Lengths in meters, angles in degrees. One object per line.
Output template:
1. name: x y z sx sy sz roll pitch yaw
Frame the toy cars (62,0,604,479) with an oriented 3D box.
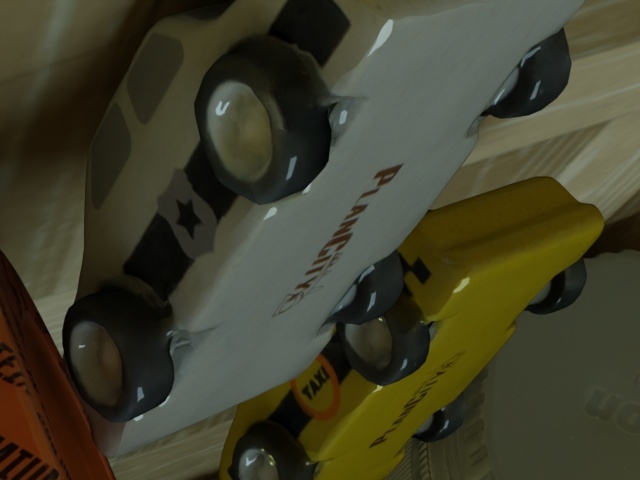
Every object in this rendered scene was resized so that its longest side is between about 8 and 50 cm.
1. toy cars: 0.000 0.000 0.550 0.176 0.087 0.394 -36 161 -3

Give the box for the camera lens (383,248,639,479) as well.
1. camera lens: 0.151 0.142 0.997 0.219 0.219 0.274 -19 164 -17

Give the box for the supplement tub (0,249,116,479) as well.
1. supplement tub: -0.204 0.128 0.451 0.316 0.194 0.193 -24 165 -4
